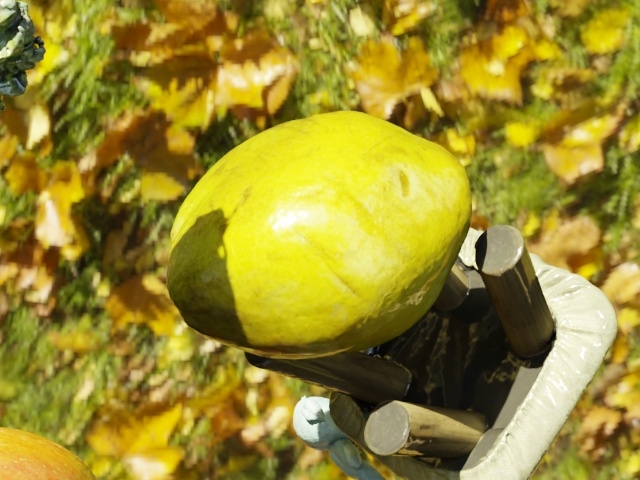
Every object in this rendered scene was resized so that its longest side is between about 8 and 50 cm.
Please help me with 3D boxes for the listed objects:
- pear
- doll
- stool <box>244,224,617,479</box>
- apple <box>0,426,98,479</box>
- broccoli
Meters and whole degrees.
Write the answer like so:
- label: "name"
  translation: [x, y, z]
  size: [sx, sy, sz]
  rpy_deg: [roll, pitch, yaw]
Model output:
- label: "pear"
  translation: [0.000, 0.000, 1.354]
  size: [0.321, 0.269, 0.269]
  rpy_deg: [-18, 126, 0]
- label: "doll"
  translation: [0.041, 0.268, 1.759]
  size: [0.180, 0.120, 0.075]
  rpy_deg: [38, 77, 5]
- label: "stool"
  translation: [0.124, 0.111, 1.506]
  size: [0.226, 0.310, 0.310]
  rpy_deg: [35, 85, -47]
- label: "apple"
  translation: [-0.477, 0.448, 1.957]
  size: [0.340, 0.339, 0.339]
  rpy_deg: [-3, 127, -4]
- label: "broccoli"
  translation: [-0.400, -0.128, 1.274]
  size: [0.145, 0.304, 0.165]
  rpy_deg: [39, 148, -7]
